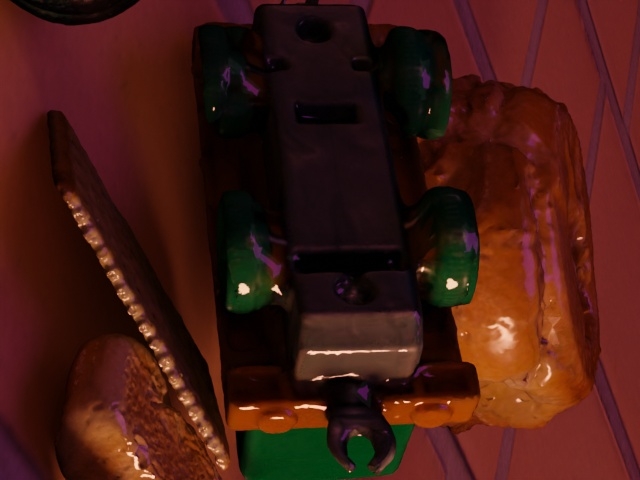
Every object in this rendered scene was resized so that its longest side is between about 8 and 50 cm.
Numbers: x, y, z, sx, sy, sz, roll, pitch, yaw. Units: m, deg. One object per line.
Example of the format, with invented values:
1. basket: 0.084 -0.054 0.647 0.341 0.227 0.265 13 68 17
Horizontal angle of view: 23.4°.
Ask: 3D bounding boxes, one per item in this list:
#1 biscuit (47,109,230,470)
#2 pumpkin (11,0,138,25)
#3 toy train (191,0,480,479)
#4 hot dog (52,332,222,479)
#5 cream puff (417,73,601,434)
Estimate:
1. biscuit: -0.118 0.030 1.002 0.231 0.016 0.139 63 1 -28
2. pumpkin: -0.145 -0.226 0.934 0.194 0.150 0.194 5 90 -67
3. toy train: 0.000 0.000 1.122 0.249 0.178 0.429 101 -15 -51
4. hot dog: -0.108 0.165 1.004 0.084 0.073 0.242 -74 145 -48
5. cream puff: 0.119 0.020 1.361 0.343 0.231 0.327 -49 133 -68
